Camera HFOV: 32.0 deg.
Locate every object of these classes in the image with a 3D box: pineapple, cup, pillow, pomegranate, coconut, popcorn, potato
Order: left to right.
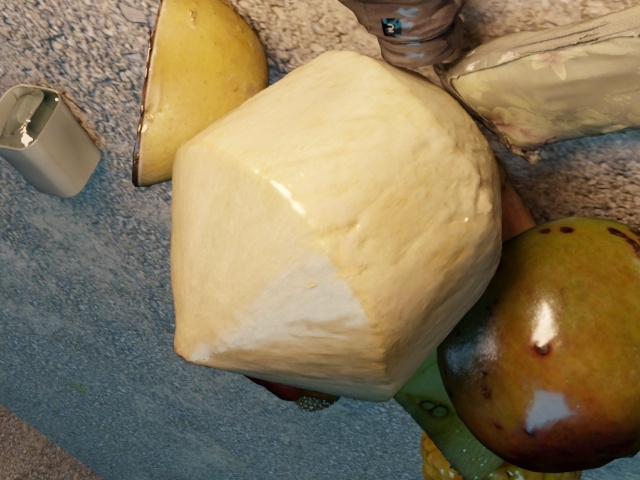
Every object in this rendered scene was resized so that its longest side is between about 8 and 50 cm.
[{"bbox_3d":[-0.371,-0.129,1.441,0.128,0.095,0.129,12,154,27],"label":"cup"},{"bbox_3d":[-0.109,-0.146,1.069,0.117,0.202,0.182,10,148,-7],"label":"potato"},{"bbox_3d":[0.000,0.000,0.985,0.329,0.328,0.328,21,155,10],"label":"coconut"},{"bbox_3d":[0.019,0.243,1.850,0.074,0.074,0.159,36,146,-22],"label":"pineapple"},{"bbox_3d":[0.254,0.312,1.631,0.250,0.190,0.250,15,164,4],"label":"popcorn"},{"bbox_3d":[0.249,0.076,1.144,0.291,0.323,0.290,-7,148,-5],"label":"pomegranate"},{"bbox_3d":[0.224,-0.133,0.922,0.255,0.059,0.169,-5,144,47],"label":"pillow"}]

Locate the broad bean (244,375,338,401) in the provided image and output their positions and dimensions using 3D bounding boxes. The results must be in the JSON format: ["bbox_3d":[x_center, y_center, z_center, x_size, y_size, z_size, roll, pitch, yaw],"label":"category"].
[{"bbox_3d":[-0.057,0.180,1.726,0.228,0.122,0.156,42,149,-25],"label":"broad bean"}]

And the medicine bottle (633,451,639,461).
[{"bbox_3d":[0.407,0.222,1.395,0.187,0.102,0.103,30,155,-12],"label":"medicine bottle"}]

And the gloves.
[{"bbox_3d":[0.026,-0.234,0.844,0.142,0.119,0.285,-1,160,25],"label":"gloves"}]

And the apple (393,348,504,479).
[{"bbox_3d":[0.162,0.167,1.422,0.254,0.179,0.346,5,146,42],"label":"apple"}]
